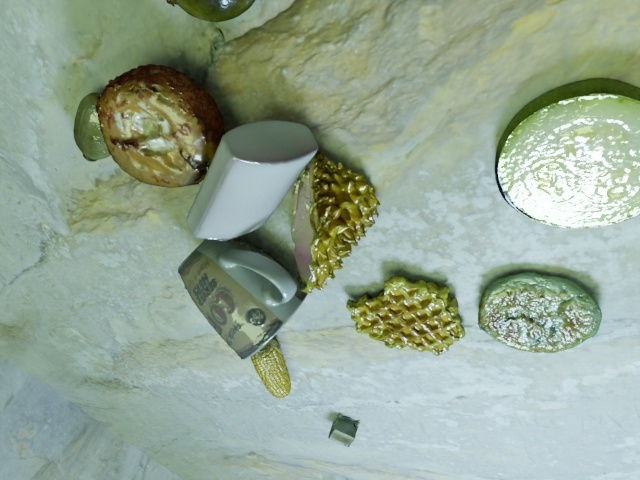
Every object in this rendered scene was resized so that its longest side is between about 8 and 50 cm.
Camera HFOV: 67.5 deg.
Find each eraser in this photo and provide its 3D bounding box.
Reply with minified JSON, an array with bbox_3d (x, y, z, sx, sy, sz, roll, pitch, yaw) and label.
[{"bbox_3d":[-0.136,-0.104,0.898,0.094,0.174,0.270,63,144,14],"label":"eraser"}]

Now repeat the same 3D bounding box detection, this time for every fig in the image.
[{"bbox_3d":[-0.184,-0.375,0.713,0.185,0.126,0.133,-21,133,33],"label":"fig"}]

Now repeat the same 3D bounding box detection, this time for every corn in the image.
[{"bbox_3d":[-0.144,0.384,1.433,0.091,0.091,0.260,37,150,43],"label":"corn"}]

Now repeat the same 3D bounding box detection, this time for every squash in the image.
[{"bbox_3d":[0.406,-0.122,0.751,0.252,0.049,0.252,13,137,12],"label":"squash"}]

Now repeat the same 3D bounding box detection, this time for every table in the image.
[{"bbox_3d":[0.079,0.624,1.578,0.079,0.062,0.083,23,136,3],"label":"table"}]

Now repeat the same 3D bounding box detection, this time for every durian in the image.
[{"bbox_3d":[0.001,-0.001,0.939,0.186,0.195,0.305,19,134,-4],"label":"durian"}]

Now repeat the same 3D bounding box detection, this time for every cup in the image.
[{"bbox_3d":[-0.175,0.097,1.071,0.257,0.227,0.301,43,147,-8],"label":"cup"}]

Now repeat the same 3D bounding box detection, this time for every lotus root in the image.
[{"bbox_3d":[-0.469,-0.226,1.006,0.090,0.077,0.183,34,134,-9],"label":"lotus root"}]

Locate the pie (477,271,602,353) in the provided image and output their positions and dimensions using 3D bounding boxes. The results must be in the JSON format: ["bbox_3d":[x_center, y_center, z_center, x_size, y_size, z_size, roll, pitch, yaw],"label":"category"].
[{"bbox_3d":[0.440,0.155,0.986,0.241,0.054,0.240,14,136,14],"label":"pie"}]

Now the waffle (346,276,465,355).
[{"bbox_3d":[0.196,0.175,1.114,0.291,0.051,0.291,13,136,13],"label":"waffle"}]

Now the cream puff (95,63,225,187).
[{"bbox_3d":[-0.284,-0.207,0.888,0.240,0.164,0.240,5,120,8],"label":"cream puff"}]
